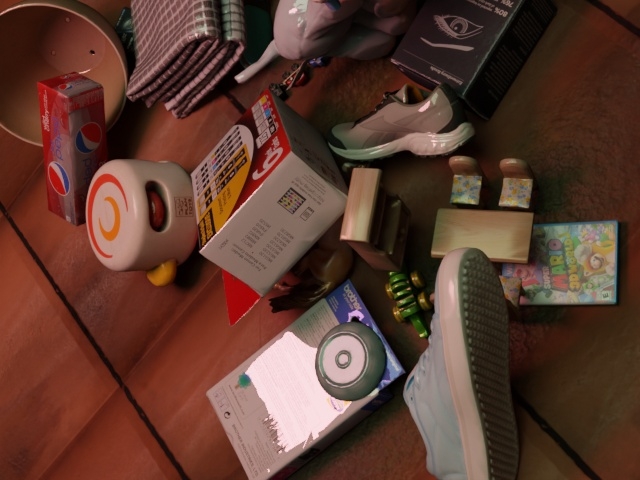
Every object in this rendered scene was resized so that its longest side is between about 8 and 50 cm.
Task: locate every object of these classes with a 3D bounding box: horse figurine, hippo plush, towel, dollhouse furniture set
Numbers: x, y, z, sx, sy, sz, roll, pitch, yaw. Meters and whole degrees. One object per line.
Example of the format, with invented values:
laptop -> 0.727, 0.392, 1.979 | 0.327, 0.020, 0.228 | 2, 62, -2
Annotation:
horse figurine -> 0.000, 0.000, 1.633 | 0.174, 0.066, 0.263 | 3, 73, 35
hippo plush -> 0.008, -0.415, 1.633 | 0.294, 0.234, 0.237 | -33, 67, 43
towel -> -0.247, -0.384, 1.801 | 0.283, 0.121, 0.235 | -33, 59, 47
dollhouse furniture set -> 0.173, -0.018, 1.437 | 0.242, 0.161, 0.212 | 4, 73, 23

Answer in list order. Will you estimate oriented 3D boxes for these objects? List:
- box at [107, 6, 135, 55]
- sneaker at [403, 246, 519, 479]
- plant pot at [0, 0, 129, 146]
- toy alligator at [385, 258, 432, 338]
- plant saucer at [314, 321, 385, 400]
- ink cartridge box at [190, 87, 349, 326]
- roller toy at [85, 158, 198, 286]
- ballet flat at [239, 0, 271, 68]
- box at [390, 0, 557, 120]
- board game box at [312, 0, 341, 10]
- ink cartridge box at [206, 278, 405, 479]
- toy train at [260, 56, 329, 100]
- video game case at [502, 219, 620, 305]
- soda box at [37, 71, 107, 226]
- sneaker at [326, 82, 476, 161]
box -> -0.376, -0.411, 2.001 | 0.067, 0.018, 0.083 | 26, 90, 34
sneaker -> 0.167, 0.182, 1.365 | 0.150, 0.135, 0.366 | 4, 111, 33
plant pot -> -0.491, -0.342, 1.932 | 0.284, 0.284, 0.191 | -33, 26, 19
toy alligator -> 0.122, 0.059, 1.551 | 0.056, 0.051, 0.190 | -27, 64, 22
plant saucer -> 0.038, 0.178, 1.516 | 0.119, 0.021, 0.119 | -8, 73, 29
ink cartridge box -> -0.108, -0.058, 1.589 | 0.272, 0.130, 0.309 | -47, 23, 12
roller toy -> -0.300, -0.043, 1.760 | 0.209, 0.146, 0.191 | 49, 127, 37
ballet flat -> -0.135, -0.413, 1.825 | 0.087, 0.083, 0.247 | -10, 74, 46
box -> 0.233, -0.314, 1.555 | 0.153, 0.108, 0.207 | 36, 96, 32
board game box -> 0.109, -0.565, 1.457 | 0.390, 0.050, 0.390 | -29, 59, 18
ink cartridge box -> -0.019, 0.225, 1.585 | 0.311, 0.065, 0.186 | -41, 60, 17
toy train -> -0.040, -0.284, 1.759 | 0.158, 0.027, 0.036 | -40, 64, 16
video game case -> 0.340, 0.034, 1.450 | 0.166, 0.015, 0.119 | -3, 75, 31
soda box -> -0.447, -0.165, 1.857 | 0.092, 0.083, 0.263 | 27, 127, 33
sneaker -> 0.115, -0.184, 1.558 | 0.271, 0.100, 0.108 | -2, 113, 46
